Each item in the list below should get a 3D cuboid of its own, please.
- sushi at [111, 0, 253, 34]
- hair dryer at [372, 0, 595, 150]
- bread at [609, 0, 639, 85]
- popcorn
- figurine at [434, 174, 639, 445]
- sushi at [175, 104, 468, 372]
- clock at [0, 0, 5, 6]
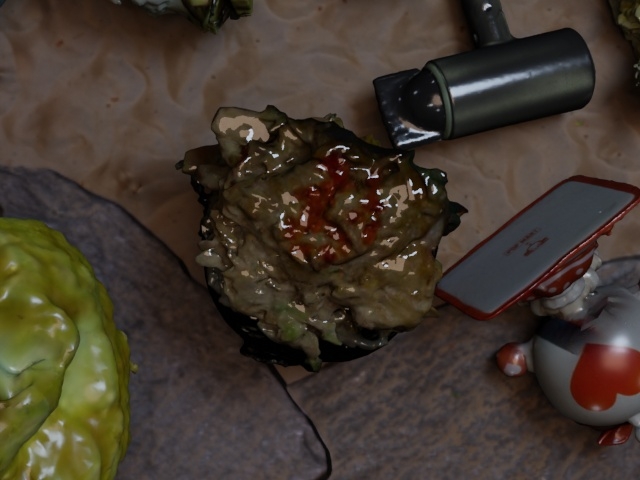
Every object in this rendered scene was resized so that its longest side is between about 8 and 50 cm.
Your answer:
[{"bbox_3d":[-0.184,-0.275,0.987,0.291,0.139,0.131,26,93,4],"label":"sushi"},{"bbox_3d":[0.124,-0.218,1.046,0.195,0.078,0.248,-14,80,-12],"label":"hair dryer"},{"bbox_3d":[0.348,-0.287,1.019,0.192,0.171,0.314,-15,93,-2],"label":"bread"},{"bbox_3d":[-0.287,0.129,0.904,0.282,0.247,0.282,9,116,18],"label":"popcorn"},{"bbox_3d":[0.252,0.087,1.032,0.183,0.160,0.226,-38,103,-4],"label":"figurine"},{"bbox_3d":[0.000,0.000,0.956,0.238,0.219,0.225,-3,87,-7],"label":"sushi"},{"bbox_3d":[-0.347,-0.277,0.943,0.226,0.049,0.226,9,113,21],"label":"clock"}]
